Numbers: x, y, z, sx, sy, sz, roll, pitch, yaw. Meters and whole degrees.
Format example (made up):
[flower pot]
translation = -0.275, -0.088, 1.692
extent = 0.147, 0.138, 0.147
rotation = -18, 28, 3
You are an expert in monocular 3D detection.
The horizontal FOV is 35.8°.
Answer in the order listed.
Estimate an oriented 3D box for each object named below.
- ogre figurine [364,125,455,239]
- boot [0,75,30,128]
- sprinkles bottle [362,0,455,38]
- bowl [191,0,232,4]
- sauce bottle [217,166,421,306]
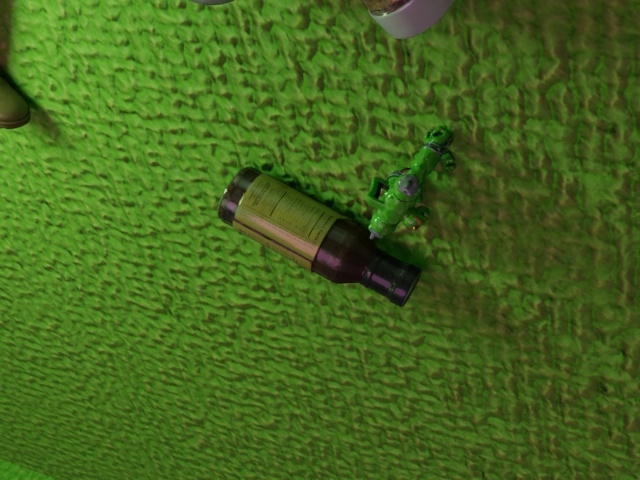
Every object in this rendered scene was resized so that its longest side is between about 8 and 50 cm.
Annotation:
[ogre figurine]
translation = 0.124, -0.071, 1.459
extent = 0.097, 0.118, 0.197
rotation = 47, 140, -11
[boot]
translation = -0.616, -0.352, 1.767
extent = 0.236, 0.089, 0.269
rotation = 32, 139, 7
[sprinkles bottle]
translation = 0.017, -0.391, 1.155
extent = 0.121, 0.121, 0.355
rotation = -16, 135, 44
[bowl]
translation = -0.195, -0.408, 1.266
extent = 0.298, 0.134, 0.298
rotation = 47, 169, 12
[sauce bottle]
translation = 0.000, 0.000, 1.626
extent = 0.344, 0.111, 0.111
rotation = 30, 140, 10
